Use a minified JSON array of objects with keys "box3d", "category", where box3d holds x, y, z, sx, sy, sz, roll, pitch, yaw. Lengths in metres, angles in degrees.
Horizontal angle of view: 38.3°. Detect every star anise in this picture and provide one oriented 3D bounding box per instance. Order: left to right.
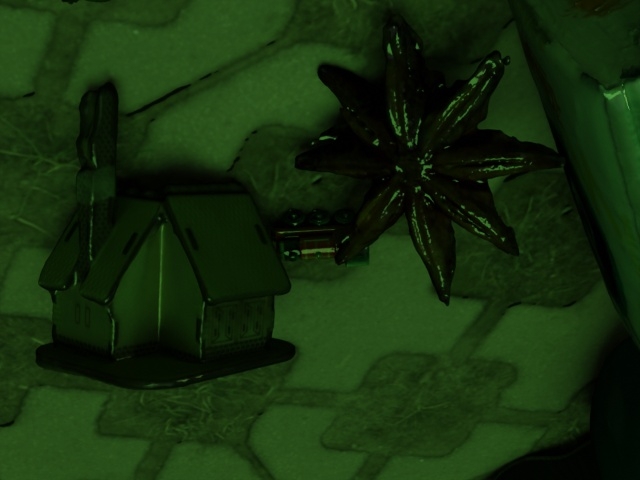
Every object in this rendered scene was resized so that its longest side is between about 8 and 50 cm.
[{"box3d":[0.100,-0.077,0.868,0.272,0.102,0.272,11,113,26],"category":"star anise"}]

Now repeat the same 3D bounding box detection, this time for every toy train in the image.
[{"box3d":[0.000,0.000,0.955,0.103,0.064,0.044,-2,127,-3],"category":"toy train"}]

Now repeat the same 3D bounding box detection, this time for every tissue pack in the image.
[{"box3d":[0.304,-0.056,0.802,0.162,0.287,0.388,-22,123,10],"category":"tissue pack"},{"box3d":[0.417,0.231,1.010,0.198,0.287,0.206,5,130,-3],"category":"tissue pack"}]

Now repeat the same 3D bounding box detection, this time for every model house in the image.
[{"box3d":[-0.148,-0.010,0.913,0.204,0.218,0.279,6,96,38],"category":"model house"}]

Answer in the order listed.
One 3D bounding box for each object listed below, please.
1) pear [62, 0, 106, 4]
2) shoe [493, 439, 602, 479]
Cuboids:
[{"box3d":[-0.185,-0.330,0.677,0.239,0.139,0.288,-42,120,13],"category":"pear"},{"box3d":[0.331,0.330,1.199,0.227,0.099,0.112,-25,130,12],"category":"shoe"}]
